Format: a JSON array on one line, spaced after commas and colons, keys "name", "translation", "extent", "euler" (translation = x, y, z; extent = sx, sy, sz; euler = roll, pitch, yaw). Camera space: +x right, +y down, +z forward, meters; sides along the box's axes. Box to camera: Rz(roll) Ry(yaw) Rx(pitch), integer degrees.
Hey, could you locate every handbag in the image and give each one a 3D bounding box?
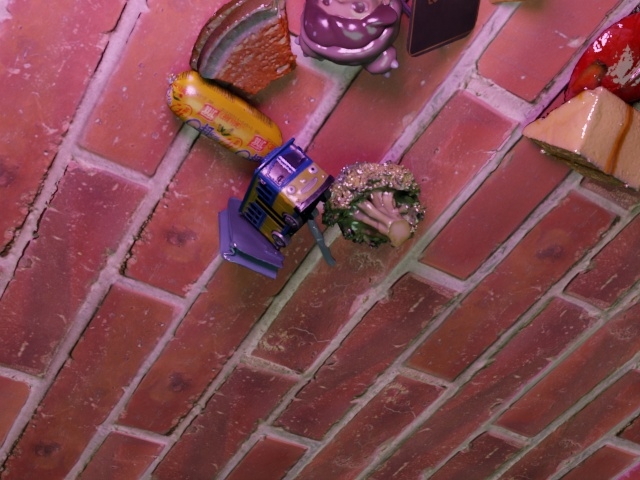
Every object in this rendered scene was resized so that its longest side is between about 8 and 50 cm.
[{"name": "handbag", "translation": [-0.177, -0.007, 2.033], "extent": [0.179, 0.229, 0.062], "euler": [24, 120, -23]}]

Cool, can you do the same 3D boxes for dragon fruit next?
[{"name": "dragon fruit", "translation": [0.777, -0.429, 1.901], "extent": [0.344, 0.100, 0.282], "euler": [-15, 126, 4]}]

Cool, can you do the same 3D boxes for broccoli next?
[{"name": "broccoli", "translation": [0.144, -0.095, 2.009], "extent": [0.288, 0.260, 0.235], "euler": [-13, 92, -22]}]

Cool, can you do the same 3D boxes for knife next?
[{"name": "knife", "translation": [0.000, 0.000, 2.201], "extent": [0.028, 0.015, 0.210], "euler": [-15, 129, 14]}]

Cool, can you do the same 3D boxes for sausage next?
[{"name": "sausage", "translation": [-0.226, -0.292, 1.857], "extent": [0.347, 0.123, 0.123], "euler": [31, 119, -28]}]

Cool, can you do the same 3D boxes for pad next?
[{"name": "pad", "translation": [0.279, -0.562, 1.632], "extent": [0.315, 0.063, 0.375], "euler": [-28, 138, -31]}]

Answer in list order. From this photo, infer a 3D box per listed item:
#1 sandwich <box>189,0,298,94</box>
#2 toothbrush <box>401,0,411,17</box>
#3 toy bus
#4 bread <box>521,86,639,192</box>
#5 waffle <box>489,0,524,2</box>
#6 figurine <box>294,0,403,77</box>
[{"name": "sandwich", "translation": [-0.166, -0.441, 1.751], "extent": [0.292, 0.109, 0.212], "euler": [-22, 128, 10]}, {"name": "toothbrush", "translation": [0.169, -0.563, 1.749], "extent": [0.029, 0.024, 0.354], "euler": [-42, 122, 15]}, {"name": "toy bus", "translation": [-0.088, -0.110, 1.908], "extent": [0.175, 0.138, 0.287], "euler": [45, 156, 3]}, {"name": "bread", "translation": [0.685, -0.270, 1.977], "extent": [0.264, 0.236, 0.198], "euler": [25, 89, -26]}, {"name": "waffle", "translation": [0.473, -0.621, 1.752], "extent": [0.032, 0.125, 0.191], "euler": [39, 82, -30]}, {"name": "figurine", "translation": [0.067, -0.535, 1.635], "extent": [0.249, 0.203, 0.380], "euler": [15, 133, 13]}]
